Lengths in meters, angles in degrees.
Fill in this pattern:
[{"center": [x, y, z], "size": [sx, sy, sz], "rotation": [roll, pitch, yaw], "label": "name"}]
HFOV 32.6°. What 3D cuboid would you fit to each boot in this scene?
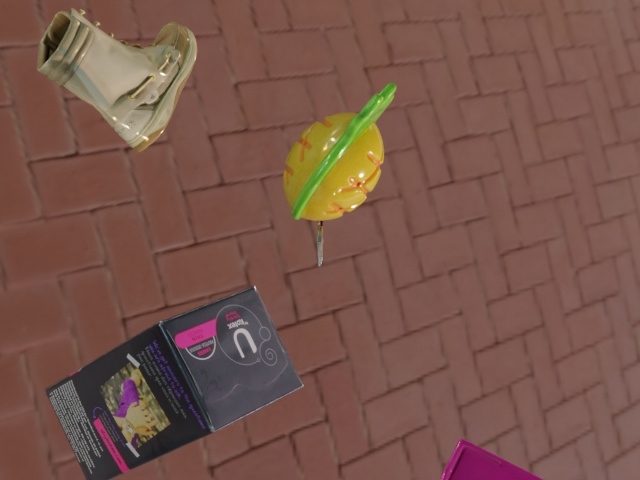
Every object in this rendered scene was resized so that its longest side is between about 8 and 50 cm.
[{"center": [-0.295, -0.276, 1.595], "size": [0.203, 0.095, 0.262], "rotation": [37, 44, -25], "label": "boot"}]

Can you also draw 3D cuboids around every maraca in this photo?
[{"center": [0.024, -0.094, 1.190], "size": [0.099, 0.185, 0.127], "rotation": [37, 33, 2], "label": "maraca"}]

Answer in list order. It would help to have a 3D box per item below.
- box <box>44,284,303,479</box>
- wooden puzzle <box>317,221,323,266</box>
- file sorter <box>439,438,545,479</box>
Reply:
[{"center": [-0.184, 0.180, 1.339], "size": [0.165, 0.270, 0.143], "rotation": [-21, 83, -49], "label": "box"}, {"center": [0.000, 0.000, 1.477], "size": [0.083, 0.006, 0.049], "rotation": [87, 4, -48], "label": "wooden puzzle"}, {"center": [0.153, 0.386, 1.050], "size": [0.202, 0.182, 0.290], "rotation": [26, 63, 12], "label": "file sorter"}]
